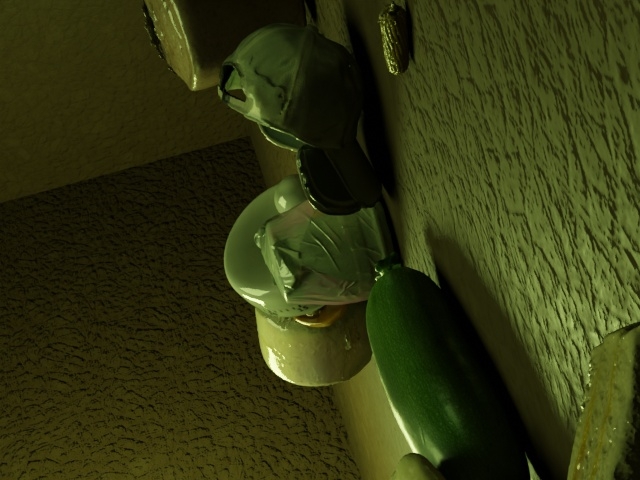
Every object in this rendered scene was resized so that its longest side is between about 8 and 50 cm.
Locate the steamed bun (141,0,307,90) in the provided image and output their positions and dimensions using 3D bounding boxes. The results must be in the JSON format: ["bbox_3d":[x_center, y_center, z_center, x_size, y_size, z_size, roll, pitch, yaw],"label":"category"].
[{"bbox_3d":[-0.159,-0.399,1.709,0.199,0.251,0.301,82,163,-63],"label":"steamed bun"}]

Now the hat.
[{"bbox_3d":[-0.003,-0.155,1.433,0.275,0.161,0.232,49,-172,-33],"label":"hat"}]

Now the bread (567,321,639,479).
[{"bbox_3d":[0.163,0.133,0.661,0.077,0.105,0.152,117,137,-73],"label":"bread"}]

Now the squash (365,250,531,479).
[{"bbox_3d":[0.117,0.139,1.189,0.395,0.107,0.107,-110,7,-53],"label":"squash"}]

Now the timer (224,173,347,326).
[{"bbox_3d":[-0.053,-0.001,1.825,0.240,0.233,0.233,45,-162,-44],"label":"timer"}]

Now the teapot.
[{"bbox_3d":[-0.001,-0.008,1.597,0.163,0.178,0.221,81,173,-49],"label":"teapot"}]

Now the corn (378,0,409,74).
[{"bbox_3d":[0.070,-0.194,1.088,0.027,0.028,0.083,-57,-26,-32],"label":"corn"}]

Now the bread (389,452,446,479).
[{"bbox_3d":[0.160,0.328,1.044,0.316,0.054,0.316,50,168,14],"label":"bread"}]

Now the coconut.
[{"bbox_3d":[-0.003,0.159,2.023,0.224,0.224,0.234,-116,10,-63],"label":"coconut"}]
